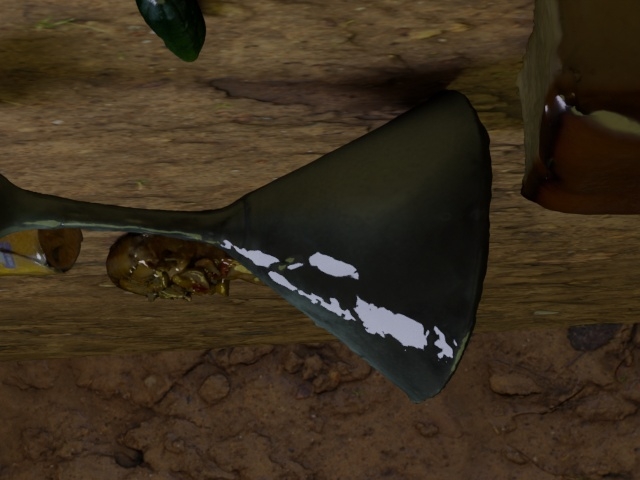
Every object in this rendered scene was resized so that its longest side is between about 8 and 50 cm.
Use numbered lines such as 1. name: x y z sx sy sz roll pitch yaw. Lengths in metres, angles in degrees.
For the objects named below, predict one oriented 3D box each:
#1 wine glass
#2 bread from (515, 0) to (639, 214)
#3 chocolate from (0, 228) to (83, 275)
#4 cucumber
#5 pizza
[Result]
1. wine glass: -0.095 -0.010 1.236 0.406 0.267 0.267 4 169 -12
2. bread: 0.296 -0.107 1.021 0.333 0.143 0.323 -4 171 7
3. chocolate: -0.376 0.008 1.748 0.219 0.085 0.086 -6 169 30
4. cucumber: -0.098 -0.150 1.003 0.039 0.039 0.168 -2 172 3
5. pizza: -0.155 0.041 1.997 0.288 0.074 0.251 5 170 -28
